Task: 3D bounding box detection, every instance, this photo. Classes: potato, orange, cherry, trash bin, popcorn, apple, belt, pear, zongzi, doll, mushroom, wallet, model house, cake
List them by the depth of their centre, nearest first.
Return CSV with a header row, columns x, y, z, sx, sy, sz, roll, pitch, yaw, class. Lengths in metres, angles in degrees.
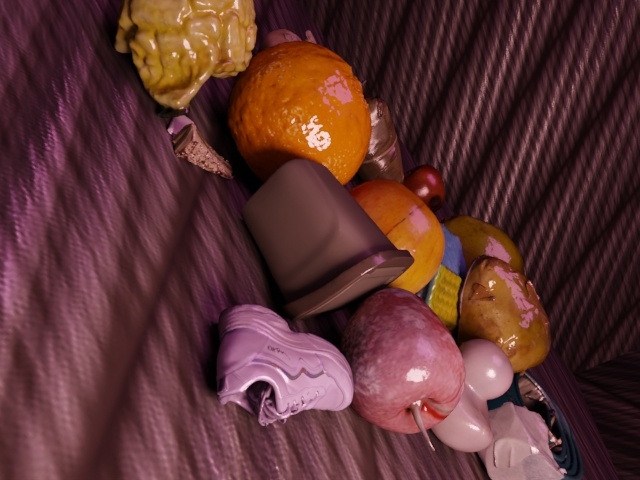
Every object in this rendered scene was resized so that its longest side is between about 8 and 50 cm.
x,y,z,sx,sy,sz,roll,pitch,yaw,class
0.137,0.218,0.742,0.236,0.212,0.286,78,0,-50,cherry
0.000,0.000,0.783,0.250,0.219,0.219,56,21,19,trash bin
-0.221,-0.157,0.809,0.140,0.055,0.051,50,16,-57,cake
-0.260,-0.419,0.816,0.293,0.292,0.237,-94,170,-50,popcorn
-0.267,-0.220,0.820,0.044,0.011,0.083,39,28,-32,wallet
-0.035,-0.267,0.951,0.341,0.293,0.341,50,20,-25,orange
0.335,0.332,0.954,0.221,0.221,0.251,46,26,-17,doll
0.146,-0.005,0.972,0.286,0.233,0.286,43,3,-3,apple
0.492,0.194,1.103,0.246,0.196,0.300,0,94,-45,potato
0.531,0.493,1.148,0.300,0.173,0.436,50,19,13,belt
0.285,0.114,1.157,0.237,0.215,0.304,29,44,-45,model house
-0.088,-0.593,1.412,0.246,0.202,0.246,32,42,-35,mushroom
0.539,0.105,1.496,0.414,0.351,0.352,65,24,0,pear
0.173,-0.355,1.686,0.500,0.218,0.467,-104,175,-62,zongzi
0.430,-0.205,1.826,0.230,0.230,0.230,41,27,-27,apple

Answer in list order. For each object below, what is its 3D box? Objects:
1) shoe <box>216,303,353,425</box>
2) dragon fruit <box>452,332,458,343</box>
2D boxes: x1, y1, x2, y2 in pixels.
x,y,z,sx,sy,sz,roll,pitch,yaw,class
-0.045,0.197,0.591,0.245,0.095,0.138,38,32,-24,shoe
0.435,0.238,1.300,0.172,0.172,0.210,-44,138,-66,dragon fruit
